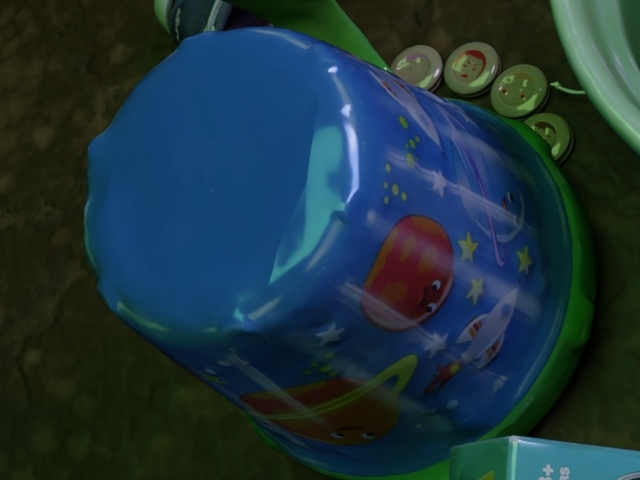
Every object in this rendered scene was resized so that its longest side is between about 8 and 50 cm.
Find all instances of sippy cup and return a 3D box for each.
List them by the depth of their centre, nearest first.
[{"bbox_3d":[0.000,0.000,0.863,0.305,0.224,0.240,40,95,34],"label":"sippy cup"}]

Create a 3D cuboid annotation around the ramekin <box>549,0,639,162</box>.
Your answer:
[{"bbox_3d":[0.274,-0.122,0.809,0.304,0.148,0.303,-6,68,16],"label":"ramekin"}]

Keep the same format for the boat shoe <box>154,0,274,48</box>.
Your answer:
[{"bbox_3d":[-0.003,-0.212,1.061,0.254,0.095,0.079,-44,52,5],"label":"boat shoe"}]

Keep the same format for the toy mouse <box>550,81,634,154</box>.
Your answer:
[{"bbox_3d":[0.213,-0.107,0.931,0.161,0.031,0.143,16,75,33],"label":"toy mouse"}]

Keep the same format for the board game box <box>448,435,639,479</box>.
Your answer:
[{"bbox_3d":[0.208,0.219,0.605,0.336,0.079,0.253,8,78,-11],"label":"board game box"}]

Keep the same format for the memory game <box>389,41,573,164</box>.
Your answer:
[{"bbox_3d":[0.065,-0.040,0.991,0.186,0.012,0.186,-12,62,24],"label":"memory game"}]
